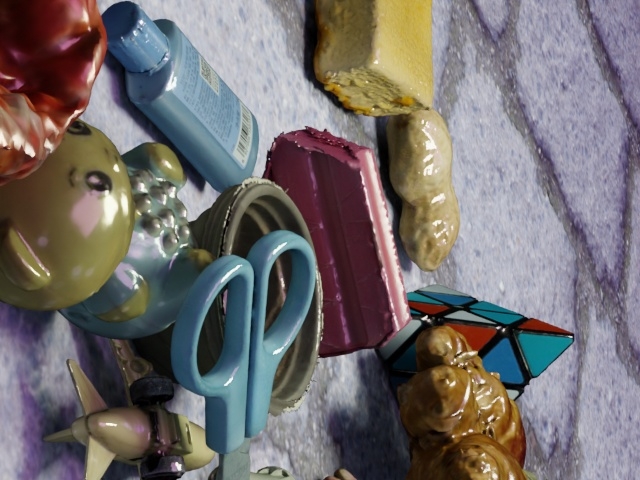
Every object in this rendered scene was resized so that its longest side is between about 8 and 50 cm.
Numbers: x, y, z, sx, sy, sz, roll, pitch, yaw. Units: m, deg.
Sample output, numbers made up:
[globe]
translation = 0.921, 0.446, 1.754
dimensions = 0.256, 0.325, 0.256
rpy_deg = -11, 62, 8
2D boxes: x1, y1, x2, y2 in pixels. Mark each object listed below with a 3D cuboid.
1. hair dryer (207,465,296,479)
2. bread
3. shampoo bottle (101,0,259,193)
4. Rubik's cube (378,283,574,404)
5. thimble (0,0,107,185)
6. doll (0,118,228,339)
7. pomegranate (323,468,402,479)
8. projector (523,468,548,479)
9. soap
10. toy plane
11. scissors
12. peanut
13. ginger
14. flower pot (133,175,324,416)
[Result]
[hair dryer]
translation = -0.074, 0.328, 1.831
dimensions = 0.229, 0.092, 0.267
rpy_deg = 70, 27, -51
[bread]
translation = 0.063, -0.303, 2.362
dimensions = 0.185, 0.114, 0.274
rpy_deg = 30, 54, -57
[shampoo bottle]
translation = -0.143, -0.152, 1.891
dimensions = 0.258, 0.061, 0.103
rpy_deg = 49, 40, -51
[Rubik's cube]
translation = 0.197, 0.107, 2.470
dimensions = 0.234, 0.250, 0.284
rpy_deg = -96, 161, -62
[thimble]
translation = -0.319, -0.193, 1.293
dimensions = 0.350, 0.231, 0.350
rpy_deg = 35, 50, -57
[doll]
translation = -0.211, -0.016, 1.562
dimensions = 0.261, 0.162, 0.177
rpy_deg = 31, 34, -63
[pomegranate]
translation = 0.059, 0.342, 2.049
dimensions = 0.248, 0.214, 0.214
rpy_deg = 53, 0, 43
[projector]
translation = 0.266, 0.446, 2.583
dimensions = 0.193, 0.088, 0.269
rpy_deg = 32, 53, -64
[soap]
translation = 0.000, 0.000, 2.036
dimensions = 0.099, 0.162, 0.249
rpy_deg = -32, 112, -65
[toy plane]
translation = -0.157, 0.182, 1.703
dimensions = 0.256, 0.104, 0.241
rpy_deg = 17, 57, -57
[scissors]
translation = -0.079, 0.205, 1.696
dimensions = 0.193, 0.029, 0.447
rpy_deg = -31, 134, -50
[peanut]
translation = 0.136, -0.071, 2.477
dimensions = 0.104, 0.086, 0.227
rpy_deg = -18, 100, -57
[ginger]
translation = 0.174, 0.253, 2.230
dimensions = 0.357, 0.153, 0.274
rpy_deg = -77, 165, -69
[flower pot]
translation = -0.099, 0.060, 1.818
dimensions = 0.235, 0.141, 0.235
rpy_deg = 29, 57, -60
